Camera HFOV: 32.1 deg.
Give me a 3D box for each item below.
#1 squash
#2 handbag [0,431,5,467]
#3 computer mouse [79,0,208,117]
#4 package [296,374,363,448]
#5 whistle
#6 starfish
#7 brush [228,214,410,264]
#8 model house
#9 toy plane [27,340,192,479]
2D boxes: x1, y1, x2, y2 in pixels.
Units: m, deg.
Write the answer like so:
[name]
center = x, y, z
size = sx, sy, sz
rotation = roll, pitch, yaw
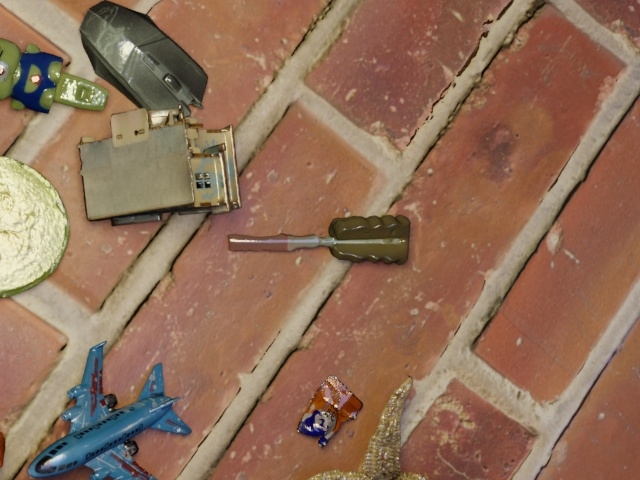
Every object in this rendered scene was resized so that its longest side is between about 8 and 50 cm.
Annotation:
[squash]
center = -0.490, -0.020, 1.675
size = 0.219, 0.041, 0.219
rotation = 0, 90, -17
[handbag]
center = -0.642, 0.302, 1.493
size = 0.410, 0.303, 0.116
rotation = 12, 87, -14
[computer mouse]
center = -0.272, -0.278, 1.727
size = 0.231, 0.071, 0.126
rotation = 44, 78, -12
[package]
center = 0.014, 0.285, 1.826
size = 0.077, 0.033, 0.110
rotation = 34, 65, 10
[whistle]
center = -0.433, -0.241, 1.672
size = 0.228, 0.085, 0.105
rotation = 16, 94, -16
[starfish]
center = 0.129, 0.421, 1.833
size = 0.301, 0.084, 0.293
rotation = -46, 105, -8
[brush]
center = 0.000, 0.000, 1.811
size = 0.301, 0.071, 0.084
rotation = 0, 93, -11
[model house]
center = -0.212, -0.114, 1.689
size = 0.206, 0.271, 0.178
rotation = -5, 86, -52
[toy plane]
center = -0.325, 0.290, 1.675
size = 0.271, 0.105, 0.254
rotation = -24, 89, -34
